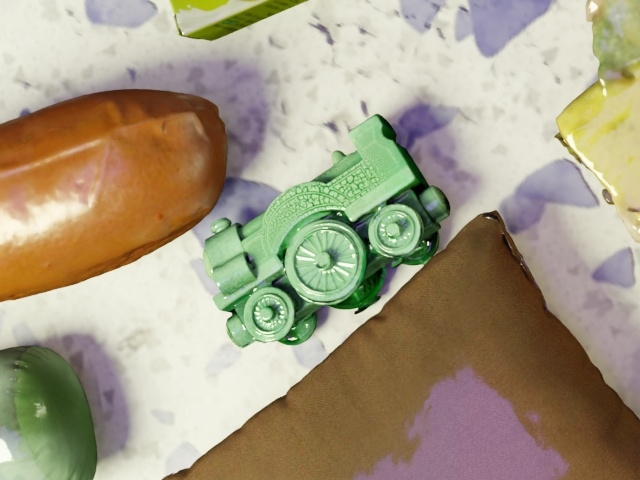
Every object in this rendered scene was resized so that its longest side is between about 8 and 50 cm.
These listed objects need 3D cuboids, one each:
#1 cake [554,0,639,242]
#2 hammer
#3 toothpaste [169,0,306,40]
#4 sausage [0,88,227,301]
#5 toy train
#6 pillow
[{"bbox_3d":[0.267,-0.080,1.139,0.222,0.227,0.286,-43,86,6],"label":"cake"},{"bbox_3d":[-0.227,0.250,1.321,0.206,0.119,0.336,-17,95,14],"label":"hammer"},{"bbox_3d":[0.038,-0.245,1.255,0.327,0.077,0.110,-22,90,12],"label":"toothpaste"},{"bbox_3d":[-0.186,-0.028,1.285,0.258,0.133,0.133,-18,89,11],"label":"sausage"},{"bbox_3d":[0.000,0.000,1.277,0.178,0.071,0.105,-33,78,10],"label":"toy train"},{"bbox_3d":[0.095,0.191,1.247,0.305,0.108,0.308,-40,88,6],"label":"pillow"}]
